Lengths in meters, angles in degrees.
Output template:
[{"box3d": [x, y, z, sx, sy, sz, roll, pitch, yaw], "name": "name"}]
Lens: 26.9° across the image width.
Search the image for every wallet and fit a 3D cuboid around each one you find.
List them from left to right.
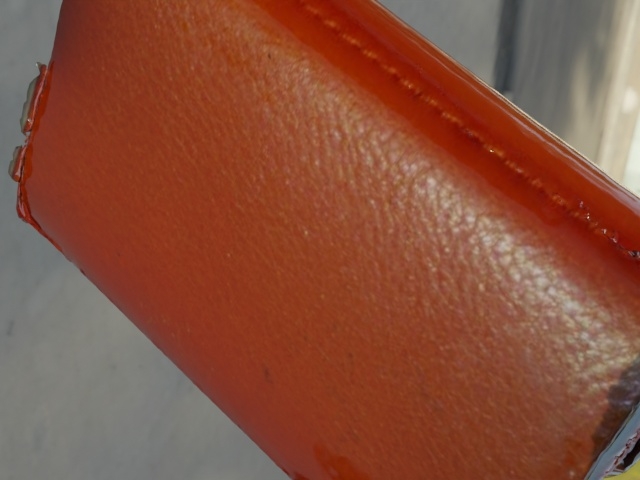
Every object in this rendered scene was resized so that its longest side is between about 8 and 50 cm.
[{"box3d": [0.000, 0.000, 0.373, 0.045, 0.204, 0.142, -24, 147, -46], "name": "wallet"}]
